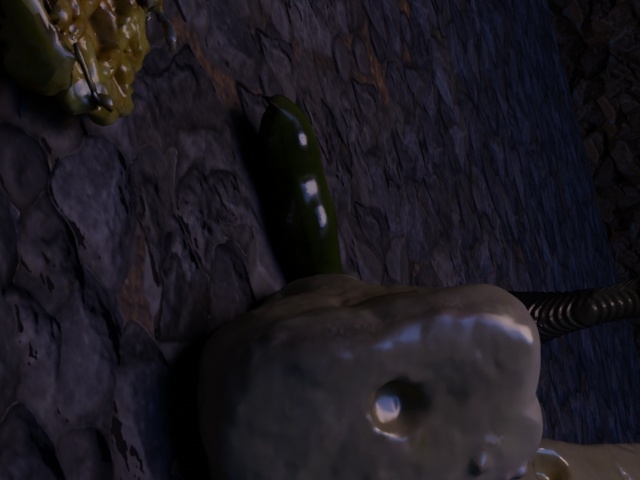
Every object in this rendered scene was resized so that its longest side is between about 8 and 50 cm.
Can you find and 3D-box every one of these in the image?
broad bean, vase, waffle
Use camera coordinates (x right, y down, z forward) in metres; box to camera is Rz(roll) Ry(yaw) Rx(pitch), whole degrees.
[{"bbox_3d":[-0.001,0.007,0.969,0.098,0.056,0.318,-80,155,-55],"label":"broad bean"},{"bbox_3d":[0.425,0.111,1.678,0.115,0.237,0.116,-13,90,-68],"label":"vase"},{"bbox_3d":[-0.173,-0.216,0.646,0.262,0.060,0.281,27,56,-70],"label":"waffle"}]

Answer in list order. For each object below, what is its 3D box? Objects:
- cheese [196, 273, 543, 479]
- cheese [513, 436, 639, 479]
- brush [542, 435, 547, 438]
[{"bbox_3d":[0.002,0.119,0.812,0.247,0.251,0.174,-12,105,-32],"label":"cheese"},{"bbox_3d":[0.331,0.401,1.266,0.351,0.129,0.328,11,53,-37],"label":"cheese"},{"bbox_3d":[0.337,0.388,1.501,0.123,0.059,0.197,-148,-137,-79],"label":"brush"}]
